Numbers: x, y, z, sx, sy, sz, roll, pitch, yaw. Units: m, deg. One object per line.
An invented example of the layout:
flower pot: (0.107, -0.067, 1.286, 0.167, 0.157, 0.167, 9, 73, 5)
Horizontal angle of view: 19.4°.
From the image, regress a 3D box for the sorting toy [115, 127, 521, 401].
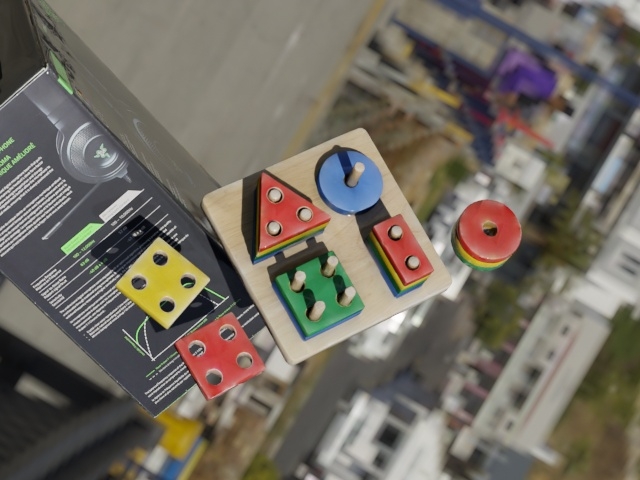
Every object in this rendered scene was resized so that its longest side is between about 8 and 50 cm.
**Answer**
sorting toy: (0.000, 0.000, 1.275, 0.274, 0.132, 0.046, -25, 166, -20)

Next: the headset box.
headset box: (-0.186, -0.047, 1.419, 0.131, 0.283, 0.246, -40, -154, 6)
